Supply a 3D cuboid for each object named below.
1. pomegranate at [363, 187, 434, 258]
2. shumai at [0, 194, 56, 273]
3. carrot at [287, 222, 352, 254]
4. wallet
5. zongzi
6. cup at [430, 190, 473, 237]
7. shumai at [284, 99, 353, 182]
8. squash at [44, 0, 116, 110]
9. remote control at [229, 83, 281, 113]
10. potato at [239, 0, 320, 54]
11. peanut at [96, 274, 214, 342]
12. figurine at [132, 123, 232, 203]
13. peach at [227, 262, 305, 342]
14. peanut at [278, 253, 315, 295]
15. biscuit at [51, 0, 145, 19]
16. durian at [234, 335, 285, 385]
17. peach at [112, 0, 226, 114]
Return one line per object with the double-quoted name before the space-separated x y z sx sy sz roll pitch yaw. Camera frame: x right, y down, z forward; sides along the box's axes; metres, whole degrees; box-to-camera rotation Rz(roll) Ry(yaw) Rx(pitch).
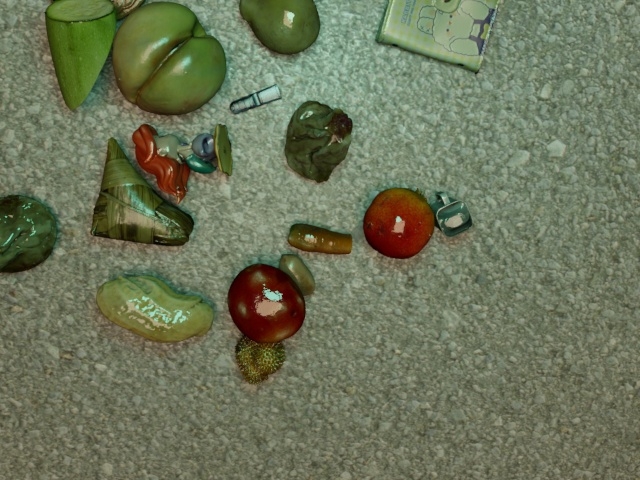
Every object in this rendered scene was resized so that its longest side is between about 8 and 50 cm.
"pomegranate" 0.232 -0.058 1.635 0.210 0.210 0.235 51 55 -11
"shumai" -0.890 0.004 1.583 0.222 0.203 0.271 28 95 -9
"carrot" 0.000 0.000 1.687 0.194 0.087 0.087 12 101 -3
"wallet" 0.331 -0.620 1.580 0.310 0.077 0.223 14 104 -8
"zongzi" -0.499 -0.134 1.618 0.286 0.134 0.287 8 94 -11
"cup" 0.376 -0.086 1.665 0.095 0.129 0.128 -26 102 2
"shumai" -0.011 -0.275 1.576 0.184 0.185 0.218 22 100 -7
"squash" -0.620 -0.498 1.509 0.190 0.189 0.260 1 132 -3
"remote control" -0.189 -0.404 1.623 0.153 0.027 0.043 -21 98 0
"potato" -0.110 -0.611 1.517 0.235 0.160 0.177 32 79 5
"peanut" -0.493 0.210 1.669 0.340 0.174 0.158 30 134 -9
"figurine" -0.389 -0.227 1.579 0.257 0.180 0.208 -5 131 5
"peach" -0.159 0.182 1.645 0.244 0.199 0.243 16 127 23
"peanut" -0.071 0.104 1.712 0.076 0.076 0.152 -35 99 4
"biscuit" -0.610 -0.723 1.524 0.273 0.049 0.257 -10 102 -2
"durian" -0.185 0.354 1.730 0.158 0.137 0.167 -21 88 4
"peach" -0.405 -0.471 1.493 0.293 0.247 0.292 0 128 0
